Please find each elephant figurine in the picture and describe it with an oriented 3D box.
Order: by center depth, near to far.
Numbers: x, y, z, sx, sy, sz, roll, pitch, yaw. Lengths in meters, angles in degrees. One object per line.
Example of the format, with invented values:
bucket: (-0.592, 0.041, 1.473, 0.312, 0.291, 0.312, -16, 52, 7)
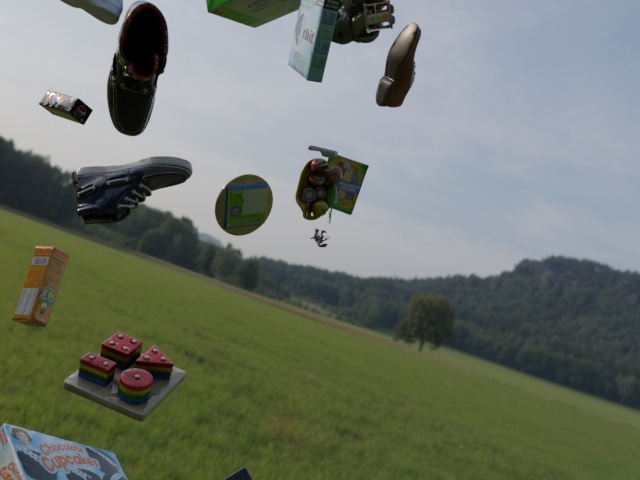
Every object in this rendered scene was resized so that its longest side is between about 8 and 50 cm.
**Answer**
elephant figurine: (0.082, -0.604, 1.653, 0.186, 0.240, 0.169, 22, 28, 0)

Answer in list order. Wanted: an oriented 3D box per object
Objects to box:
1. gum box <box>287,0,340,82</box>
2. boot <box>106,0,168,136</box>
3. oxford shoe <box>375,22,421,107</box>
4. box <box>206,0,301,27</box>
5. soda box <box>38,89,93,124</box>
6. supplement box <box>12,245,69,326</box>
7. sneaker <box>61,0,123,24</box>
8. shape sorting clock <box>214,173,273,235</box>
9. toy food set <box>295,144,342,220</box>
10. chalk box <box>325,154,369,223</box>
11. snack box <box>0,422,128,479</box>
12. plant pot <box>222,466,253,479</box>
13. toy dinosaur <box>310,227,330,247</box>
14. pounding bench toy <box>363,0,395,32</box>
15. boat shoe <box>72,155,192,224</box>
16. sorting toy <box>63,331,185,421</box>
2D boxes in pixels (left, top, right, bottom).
gum box: (-0.017, -0.474, 1.402, 0.041, 0.185, 0.157, 3, 26, -23)
boot: (-0.489, -0.455, 1.637, 0.138, 0.378, 0.284, 11, 12, -22)
oxford shoe: (0.206, -0.429, 1.508, 0.076, 0.212, 0.076, 3, 35, -28)
box: (-0.186, -0.778, 1.883, 0.261, 0.127, 0.231, -9, -2, 33)
soda box: (-0.725, -0.380, 1.737, 0.168, 0.053, 0.060, 20, -15, 34)
supplement box: (-0.832, 0.137, 1.820, 0.080, 0.234, 0.078, 2, -22, 20)
sneaker: (-0.625, -0.664, 1.617, 0.212, 0.094, 0.080, 28, -30, -33)
shape sorting clock: (-0.241, -0.112, 1.930, 0.206, 0.206, 0.040, 26, 2, -42)
toy food set: (0.007, -0.161, 1.719, 0.128, 0.218, 0.071, 15, -4, -44)
chalk box: (0.051, -0.159, 1.953, 0.132, 0.213, 0.132, 20, 2, -6)
snack box: (-0.529, 0.504, 1.287, 0.187, 0.060, 0.322, 41, -3, 38)
plant pot: (-0.209, 0.651, 1.338, 0.187, 0.188, 0.167, -20, 55, -40)
toy dinosaur: (0.000, 0.000, 1.809, 0.047, 0.082, 0.090, 18, -44, -11)
pounding bench toy: (0.133, -0.494, 1.355, 0.065, 0.052, 0.083, -6, 7, 9)
boat shoe: (-0.531, -0.134, 1.743, 0.340, 0.158, 0.127, -9, -24, -1)
sorting toy: (-0.558, 0.380, 1.785, 0.255, 0.089, 0.257, 20, 19, 9)
